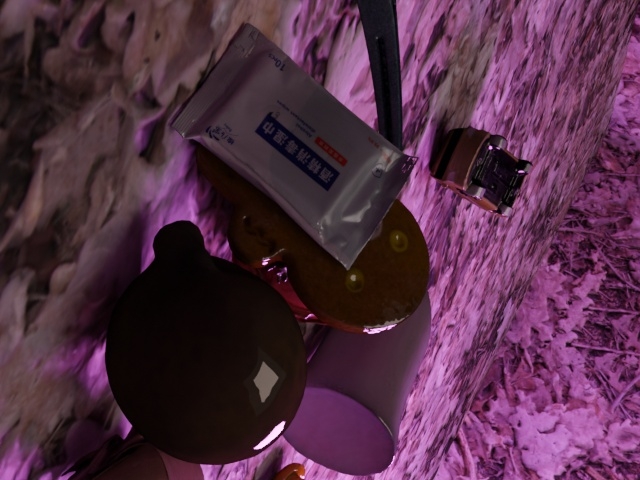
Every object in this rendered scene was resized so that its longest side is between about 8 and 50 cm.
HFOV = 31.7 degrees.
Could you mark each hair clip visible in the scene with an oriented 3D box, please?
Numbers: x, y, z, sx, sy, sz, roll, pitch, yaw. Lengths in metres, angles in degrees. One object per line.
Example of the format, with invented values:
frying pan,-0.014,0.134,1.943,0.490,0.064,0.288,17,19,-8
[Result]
hair clip,0.067,-0.165,1.132,0.070,0.039,0.229,21,61,-73

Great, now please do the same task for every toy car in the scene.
toy car,0.238,-0.111,1.750,0.257,0.124,0.101,22,91,-64

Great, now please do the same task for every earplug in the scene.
earplug,0.074,0.152,1.551,0.172,0.172,0.301,95,19,-45

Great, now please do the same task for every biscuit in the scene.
biscuit,0.003,-0.024,0.981,0.180,0.236,0.039,-44,-174,-33

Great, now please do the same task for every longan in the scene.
longan,-0.095,0.084,0.922,0.159,0.185,0.204,-17,99,-32

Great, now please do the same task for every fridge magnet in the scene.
fridge magnet,-0.057,0.381,1.592,0.143,0.063,0.143,-54,161,-28

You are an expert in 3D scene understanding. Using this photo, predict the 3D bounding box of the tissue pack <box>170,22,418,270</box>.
tissue pack,-0.018,-0.080,0.948,0.122,0.193,0.026,-58,-167,-24

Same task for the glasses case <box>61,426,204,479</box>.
glasses case,-0.173,0.205,1.021,0.193,0.103,0.070,75,3,-77

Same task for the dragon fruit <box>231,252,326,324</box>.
dragon fruit,0.000,0.000,1.095,0.172,0.172,0.209,-64,171,-9
